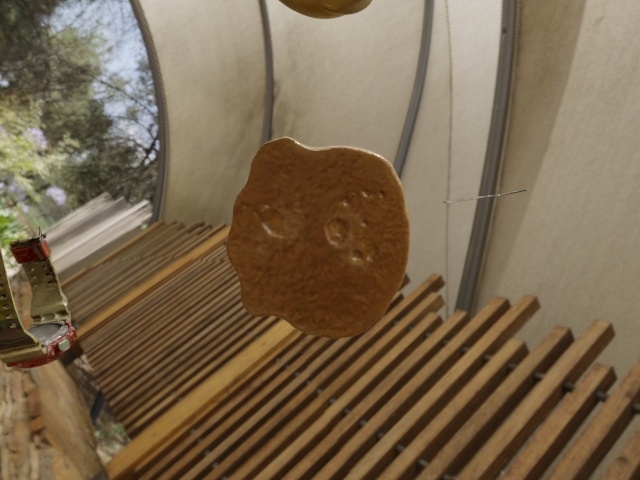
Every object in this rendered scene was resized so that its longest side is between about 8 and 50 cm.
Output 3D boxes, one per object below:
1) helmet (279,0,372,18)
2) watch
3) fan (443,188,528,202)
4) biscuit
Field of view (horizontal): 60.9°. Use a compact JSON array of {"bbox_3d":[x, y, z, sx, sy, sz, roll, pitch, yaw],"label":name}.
[{"bbox_3d":[0.015,-0.375,0.737,0.140,0.257,0.205,52,-30,3],"label":"helmet"},{"bbox_3d":[-0.443,0.053,0.798,0.165,0.102,0.269,-132,-149,-80],"label":"watch"},{"bbox_3d":[0.262,-0.070,0.864,0.085,0.133,0.005,-37,119,-82],"label":"fan"},{"bbox_3d":[0.000,0.000,1.087,0.364,0.386,0.062,11,7,-2],"label":"biscuit"}]
